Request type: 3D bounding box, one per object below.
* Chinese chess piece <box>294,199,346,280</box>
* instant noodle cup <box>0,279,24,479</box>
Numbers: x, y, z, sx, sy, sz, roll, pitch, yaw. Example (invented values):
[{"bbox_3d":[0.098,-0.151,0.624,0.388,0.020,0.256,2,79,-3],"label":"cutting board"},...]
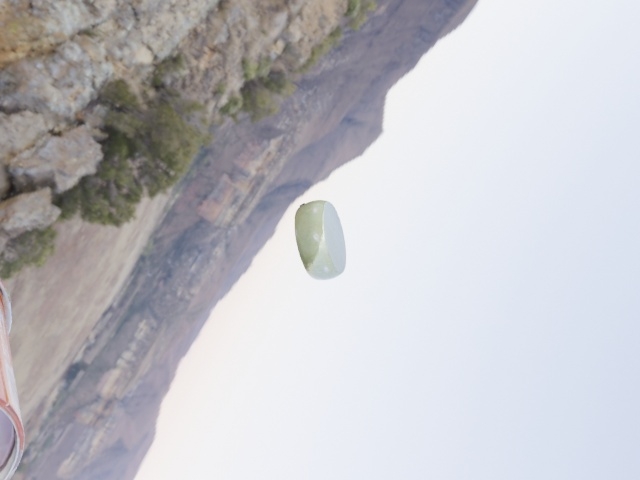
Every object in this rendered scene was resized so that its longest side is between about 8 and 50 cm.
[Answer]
[{"bbox_3d":[0.000,0.000,0.672,0.034,0.084,0.084,-12,-155,16],"label":"Chinese chess piece"},{"bbox_3d":[-0.395,0.142,0.595,0.192,0.250,0.250,43,-76,42],"label":"instant noodle cup"}]
